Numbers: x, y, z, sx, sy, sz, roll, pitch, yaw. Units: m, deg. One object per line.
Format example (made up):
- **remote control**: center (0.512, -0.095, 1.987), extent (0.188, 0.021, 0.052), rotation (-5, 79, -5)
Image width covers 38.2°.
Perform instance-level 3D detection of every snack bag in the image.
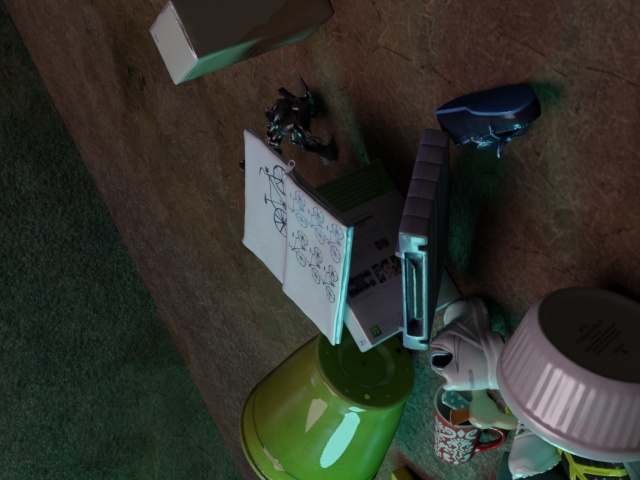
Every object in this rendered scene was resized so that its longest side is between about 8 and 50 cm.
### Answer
- **snack bag**: center (-0.058, -0.011, 1.734), extent (0.342, 0.037, 0.323), rotation (46, 148, 33)

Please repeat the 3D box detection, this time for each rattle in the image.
- **rattle**: center (0.299, 0.315, 1.707), extent (0.130, 0.199, 0.143), rotation (63, 157, 11)

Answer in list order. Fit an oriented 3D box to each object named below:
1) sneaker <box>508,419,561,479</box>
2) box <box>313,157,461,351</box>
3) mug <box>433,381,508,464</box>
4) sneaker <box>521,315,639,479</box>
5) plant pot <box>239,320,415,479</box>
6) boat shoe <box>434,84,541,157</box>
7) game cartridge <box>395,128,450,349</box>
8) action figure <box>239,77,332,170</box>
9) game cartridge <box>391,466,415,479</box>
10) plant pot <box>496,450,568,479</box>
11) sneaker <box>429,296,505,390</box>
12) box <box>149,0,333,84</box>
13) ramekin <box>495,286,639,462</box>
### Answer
- **sneaker**: center (0.367, 0.325, 1.575), extent (0.090, 0.235, 0.095), rotation (-18, 96, 31)
- **box**: center (0.098, 0.023, 1.783), extent (0.322, 0.232, 0.058), rotation (61, 152, 8)
- **mug**: center (0.293, 0.391, 1.892), extent (0.150, 0.113, 0.169), rotation (47, 152, 34)
- **sneaker**: center (0.435, 0.271, 1.496), extent (0.145, 0.147, 0.385), rotation (113, 148, -42)
- **plant pot**: center (0.038, 0.365, 2.112), extent (0.366, 0.366, 0.353), rotation (53, 140, 22)
- **boat shoe**: center (0.275, -0.188, 1.451), extent (0.089, 0.109, 0.258), rotation (63, 171, -14)
- **game cartridge**: center (0.178, 0.004, 1.591), extent (0.068, 0.230, 0.355), rotation (5, 144, 10)
- **action figure**: center (-0.063, -0.218, 1.981), extent (0.276, 0.141, 0.164), rotation (-55, 52, 31)
- **game cartridge**: center (0.272, 0.756, 2.249), extent (0.324, 0.052, 0.285), rotation (48, 151, 50)
- **plant pot**: center (0.410, 0.548, 1.683), extent (0.195, 0.290, 0.290), rotation (8, 128, 17)
- **sneaker**: center (0.255, 0.183, 1.679), extent (0.297, 0.129, 0.111), rotation (-100, 2, -75)
- **box**: center (-0.149, -0.417, 1.755), extent (0.121, 0.311, 0.148), rotation (65, 154, -2)
- **ramekin**: center (0.402, 0.181, 1.349), extent (0.273, 0.273, 0.127), rotation (43, 136, 37)
